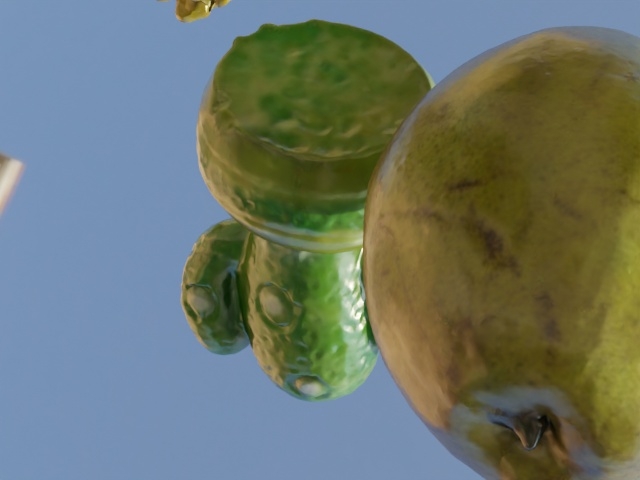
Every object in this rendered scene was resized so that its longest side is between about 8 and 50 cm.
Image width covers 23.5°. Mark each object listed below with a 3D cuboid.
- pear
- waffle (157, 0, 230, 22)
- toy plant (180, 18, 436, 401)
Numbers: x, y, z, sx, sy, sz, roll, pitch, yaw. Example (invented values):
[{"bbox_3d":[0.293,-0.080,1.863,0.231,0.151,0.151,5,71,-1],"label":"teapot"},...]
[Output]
[{"bbox_3d":[0.146,0.011,0.923,0.253,0.253,0.307,-6,-140,27],"label":"pear"},{"bbox_3d":[-0.039,-0.224,0.730,0.051,0.229,0.232,13,-118,17],"label":"waffle"},{"bbox_3d":[0.000,0.000,1.206,0.224,0.316,0.184,15,-134,9],"label":"toy plant"}]
